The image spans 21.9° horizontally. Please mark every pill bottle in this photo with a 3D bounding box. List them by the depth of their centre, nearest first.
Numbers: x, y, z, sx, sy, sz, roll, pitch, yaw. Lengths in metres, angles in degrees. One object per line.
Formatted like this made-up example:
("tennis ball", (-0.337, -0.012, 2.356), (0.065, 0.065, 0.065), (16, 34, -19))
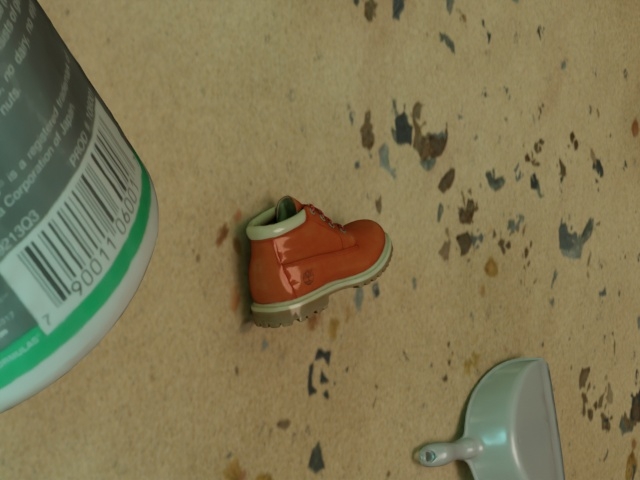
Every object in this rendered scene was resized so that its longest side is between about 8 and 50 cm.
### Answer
("pill bottle", (-0.238, -0.094, 0.738), (0.361, 0.204, 0.204), (60, 45, -38))

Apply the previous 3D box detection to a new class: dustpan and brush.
("dustpan and brush", (0.155, 0.185, 1.499), (0.211, 0.060, 0.147), (2, 79, -63))

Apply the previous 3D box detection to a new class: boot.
("boot", (0.000, 0.000, 1.243), (0.158, 0.059, 0.084), (-29, 111, -51))
